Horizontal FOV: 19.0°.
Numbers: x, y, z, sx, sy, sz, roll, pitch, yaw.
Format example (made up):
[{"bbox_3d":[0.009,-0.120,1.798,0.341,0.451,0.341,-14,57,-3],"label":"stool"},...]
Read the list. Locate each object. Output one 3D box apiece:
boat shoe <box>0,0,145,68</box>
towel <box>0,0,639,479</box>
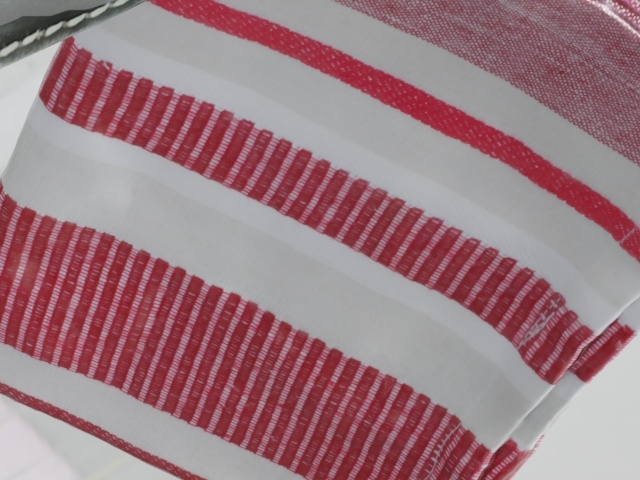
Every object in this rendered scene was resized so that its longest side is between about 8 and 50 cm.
[{"bbox_3d":[0.008,-0.116,0.428,0.119,0.335,0.121,44,-29,10],"label":"boat shoe"},{"bbox_3d":[0.000,0.000,0.712,0.237,0.329,0.037,27,44,-6],"label":"towel"}]
